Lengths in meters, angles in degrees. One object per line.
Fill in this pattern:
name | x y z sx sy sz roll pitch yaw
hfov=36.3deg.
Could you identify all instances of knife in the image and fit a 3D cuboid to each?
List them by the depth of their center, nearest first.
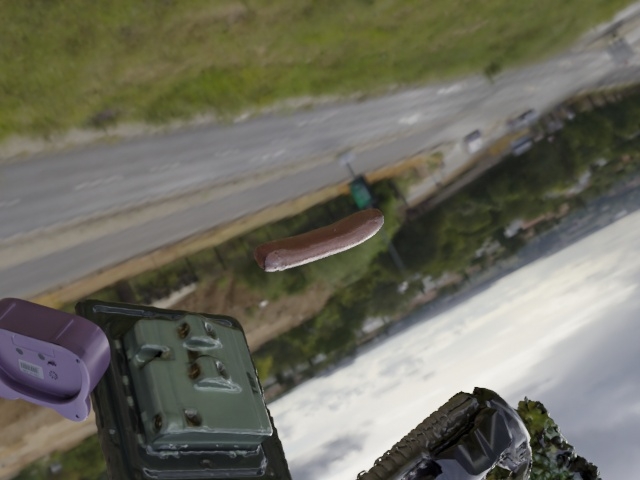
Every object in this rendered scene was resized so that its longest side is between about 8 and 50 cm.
knife | 0.047 0.178 0.612 0.043 0.089 0.365 -31 174 39

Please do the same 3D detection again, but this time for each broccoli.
broccoli | 0.276 0.343 1.282 0.180 0.242 0.273 -33 -171 0

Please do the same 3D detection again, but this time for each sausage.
sausage | 0.000 0.000 1.229 0.186 0.043 0.043 -19 169 -29

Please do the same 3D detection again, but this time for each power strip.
power strip | -0.143 0.176 1.136 0.092 0.257 0.251 -37 147 26

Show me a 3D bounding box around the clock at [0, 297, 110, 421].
clock | -0.294 0.124 1.037 0.050 0.152 0.110 -53 151 -49
